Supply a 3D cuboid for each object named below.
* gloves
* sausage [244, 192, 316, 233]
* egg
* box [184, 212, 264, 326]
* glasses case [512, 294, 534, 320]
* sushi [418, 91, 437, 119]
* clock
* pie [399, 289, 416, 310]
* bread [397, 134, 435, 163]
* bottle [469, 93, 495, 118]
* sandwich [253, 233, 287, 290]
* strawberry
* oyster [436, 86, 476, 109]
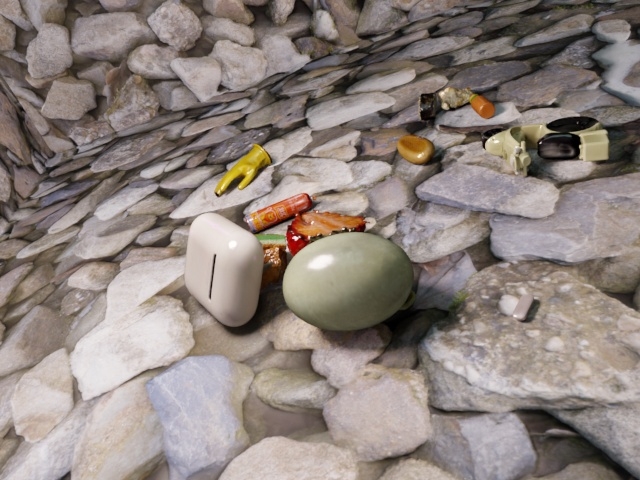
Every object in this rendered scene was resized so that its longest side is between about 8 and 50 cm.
[{"bbox_3d":[-0.359,-0.295,2.399,0.294,0.116,0.133,-44,11,-17],"label":"gloves"},{"bbox_3d":[-0.144,-0.110,2.017,0.273,0.074,0.074,-23,33,-5],"label":"sausage"},{"bbox_3d":[0.069,0.107,1.420,0.351,0.259,0.259,-5,36,22],"label":"egg"},{"bbox_3d":[-0.301,0.082,1.651,0.141,0.289,0.349,0,18,-37],"label":"box"},{"bbox_3d":[0.493,0.162,1.316,0.032,0.021,0.083,11,45,35],"label":"glasses case"},{"bbox_3d":[0.460,-0.578,2.337,0.078,0.091,0.150,0,43,15],"label":"sushi"},{"bbox_3d":[0.734,-0.322,1.797,0.378,0.120,0.276,-7,30,19],"label":"clock"},{"bbox_3d":[0.219,0.158,1.476,0.084,0.021,0.084,-14,34,10],"label":"pie"},{"bbox_3d":[0.366,-0.344,2.067,0.114,0.077,0.189,-44,36,1],"label":"bread"},{"bbox_3d":[0.654,-0.559,2.220,0.069,0.069,0.187,-17,32,6],"label":"bottle"},{"bbox_3d":[-0.163,0.059,1.737,0.184,0.109,0.160,-15,46,-34],"label":"sandwich"},{"bbox_3d":[-0.008,0.006,1.716,0.280,0.150,0.253,13,25,43],"label":"strawberry"},{"bbox_3d":[0.582,-0.620,2.342,0.163,0.081,0.191,4,44,27],"label":"oyster"}]
